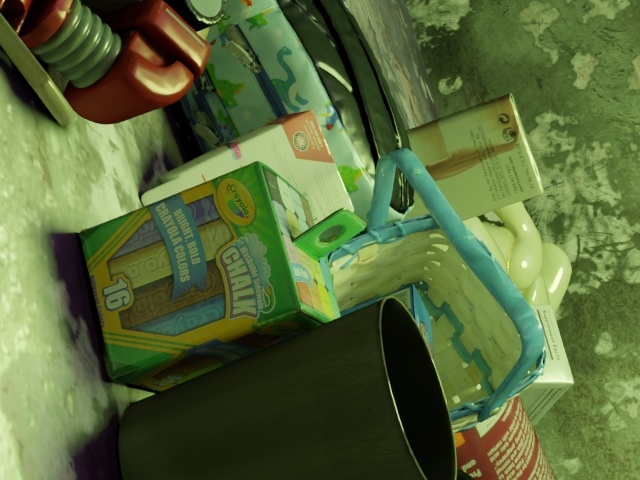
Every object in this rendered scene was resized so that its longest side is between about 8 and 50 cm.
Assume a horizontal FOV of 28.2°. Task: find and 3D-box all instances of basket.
[{"bbox_3d":[0.119,0.077,1.313,0.255,0.201,0.289,57,-28,28],"label":"basket"},{"bbox_3d":[-0.028,0.153,0.984,0.204,0.226,0.154,-45,115,-76],"label":"basket"}]

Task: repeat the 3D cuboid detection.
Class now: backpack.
[{"bbox_3d":[-0.028,-0.148,1.453,0.355,0.273,0.290,50,10,7],"label":"backpack"}]

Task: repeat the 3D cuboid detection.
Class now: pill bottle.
[{"bbox_3d":[0.175,0.299,1.604,0.224,0.224,0.392,-85,152,-61],"label":"pill bottle"}]

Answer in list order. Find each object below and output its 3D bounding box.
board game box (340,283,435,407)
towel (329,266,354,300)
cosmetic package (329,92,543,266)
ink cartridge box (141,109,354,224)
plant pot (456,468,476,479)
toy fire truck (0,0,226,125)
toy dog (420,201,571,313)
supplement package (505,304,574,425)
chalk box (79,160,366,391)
[{"bbox_3d":[0.001,0.136,1.161,0.160,0.210,0.047,-88,154,-56],"label":"board game box"},{"bbox_3d":[0.000,0.000,1.746,0.237,0.037,0.329,18,54,-74],"label":"towel"},{"bbox_3d":[0.123,-0.078,1.619,0.153,0.296,0.129,-51,121,-78],"label":"cosmetic package"},{"bbox_3d":[-0.080,-0.037,1.262,0.067,0.198,0.115,3,-62,65],"label":"ink cartridge box"},{"bbox_3d":[0.108,0.350,1.390,0.167,0.188,0.187,-108,175,-79],"label":"plant pot"},{"bbox_3d":[-0.189,-0.161,1.002,0.217,0.158,0.246,43,49,-36],"label":"toy fire truck"},{"bbox_3d":[0.207,0.082,2.073,0.395,0.284,0.408,-69,157,-10],"label":"toy dog"},{"bbox_3d":[0.214,0.179,1.830,0.139,0.244,0.134,118,-31,-50],"label":"supplement package"},{"bbox_3d":[-0.064,0.029,1.044,0.132,0.213,0.132,36,36,-67],"label":"chalk box"}]
